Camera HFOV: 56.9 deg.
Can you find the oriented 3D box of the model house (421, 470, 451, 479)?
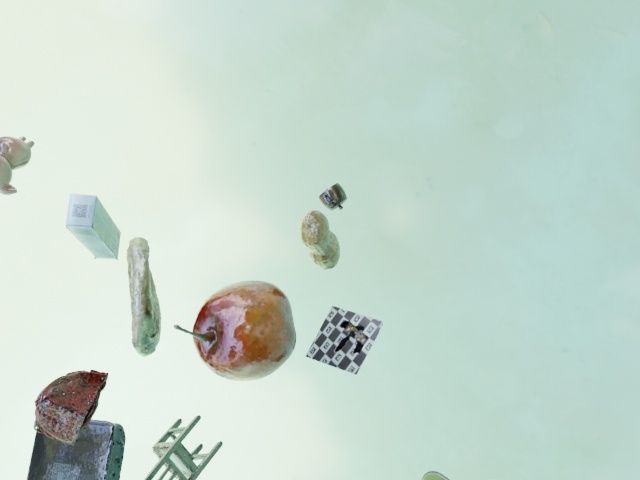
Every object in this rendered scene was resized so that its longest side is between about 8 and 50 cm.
[{"bbox_3d":[0.244,0.729,1.422,0.205,0.279,0.218,26,110,36],"label":"model house"}]

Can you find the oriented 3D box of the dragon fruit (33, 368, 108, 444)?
[{"bbox_3d":[-0.579,0.371,1.370,0.120,0.127,0.161,-53,12,30],"label":"dragon fruit"}]

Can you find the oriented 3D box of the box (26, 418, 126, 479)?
[{"bbox_3d":[-0.642,0.608,1.528,0.289,0.073,0.290,-3,73,24],"label":"box"}]

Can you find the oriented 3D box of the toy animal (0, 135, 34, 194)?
[{"bbox_3d":[-0.597,-0.143,1.111,0.083,0.089,0.150,-8,47,44],"label":"toy animal"}]

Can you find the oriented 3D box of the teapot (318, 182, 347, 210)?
[{"bbox_3d":[0.040,-0.118,1.717,0.076,0.121,0.068,-39,84,23],"label":"teapot"}]

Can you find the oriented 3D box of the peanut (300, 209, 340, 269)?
[{"bbox_3d":[0.001,-0.002,1.490,0.089,0.193,0.089,-9,51,11],"label":"peanut"}]

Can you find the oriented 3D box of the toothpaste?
[{"bbox_3d":[-0.291,-0.013,0.767,0.164,0.034,0.046,119,154,-73],"label":"toothpaste"}]

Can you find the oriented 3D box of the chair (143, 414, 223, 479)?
[{"bbox_3d":[-0.449,0.685,1.817,0.147,0.136,0.270,-23,18,42],"label":"chair"}]

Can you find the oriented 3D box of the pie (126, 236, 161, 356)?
[{"bbox_3d":[-0.472,0.147,1.568,0.339,0.077,0.339,173,90,-77],"label":"pie"}]

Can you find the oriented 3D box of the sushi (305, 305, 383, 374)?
[{"bbox_3d":[0.086,0.314,1.843,0.279,0.043,0.192,3,60,56],"label":"sushi"}]

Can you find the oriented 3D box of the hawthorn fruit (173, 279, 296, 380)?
[{"bbox_3d":[-0.185,0.217,1.371,0.231,0.263,0.235,24,134,68],"label":"hawthorn fruit"}]
